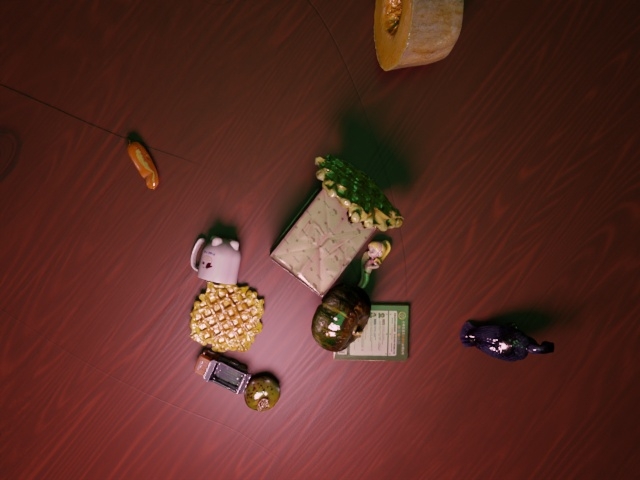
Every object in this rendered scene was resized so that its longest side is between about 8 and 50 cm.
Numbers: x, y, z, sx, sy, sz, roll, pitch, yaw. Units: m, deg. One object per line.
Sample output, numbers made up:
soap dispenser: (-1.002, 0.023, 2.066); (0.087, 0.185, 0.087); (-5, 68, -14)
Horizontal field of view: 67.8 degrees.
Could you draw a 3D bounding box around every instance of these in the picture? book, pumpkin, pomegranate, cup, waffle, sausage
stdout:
book: (0.179, 0.324, 1.685); (0.263, 0.027, 0.202); (1, 92, -2)
pumpkin: (0.073, 0.250, 1.544); (0.159, 0.238, 0.238); (30, 91, 15)
pumpkin: (0.309, -0.705, 1.505); (0.198, 0.332, 0.333); (1, 93, -16)
pomegranate: (-0.200, 0.521, 1.628); (0.130, 0.130, 0.131); (0, 93, -3)
cup: (-0.344, 0.059, 1.608); (0.134, 0.173, 0.142); (11, 91, -35)
waffle: (-0.322, 0.265, 1.645); (0.253, 0.052, 0.246); (15, 91, -5)
sausage: (-0.591, -0.257, 1.600); (0.062, 0.054, 0.183); (-26, 97, 31)
waffle: (0.126, -0.151, 1.506); (0.073, 0.316, 0.297); (-48, 56, 30)

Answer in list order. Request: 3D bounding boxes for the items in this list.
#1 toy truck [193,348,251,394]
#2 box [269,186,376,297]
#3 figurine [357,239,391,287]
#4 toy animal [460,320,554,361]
toy truck: (-0.334, 0.446, 1.625); (0.191, 0.092, 0.083); (25, 93, 4)
box: (0.000, 0.000, 1.578); (0.225, 0.190, 0.297); (38, 91, -6)
figurine: (0.181, 0.079, 1.653); (0.083, 0.083, 0.188); (23, 86, -4)
toy animal: (0.633, 0.344, 1.633); (0.297, 0.185, 0.122); (8, 98, 15)
